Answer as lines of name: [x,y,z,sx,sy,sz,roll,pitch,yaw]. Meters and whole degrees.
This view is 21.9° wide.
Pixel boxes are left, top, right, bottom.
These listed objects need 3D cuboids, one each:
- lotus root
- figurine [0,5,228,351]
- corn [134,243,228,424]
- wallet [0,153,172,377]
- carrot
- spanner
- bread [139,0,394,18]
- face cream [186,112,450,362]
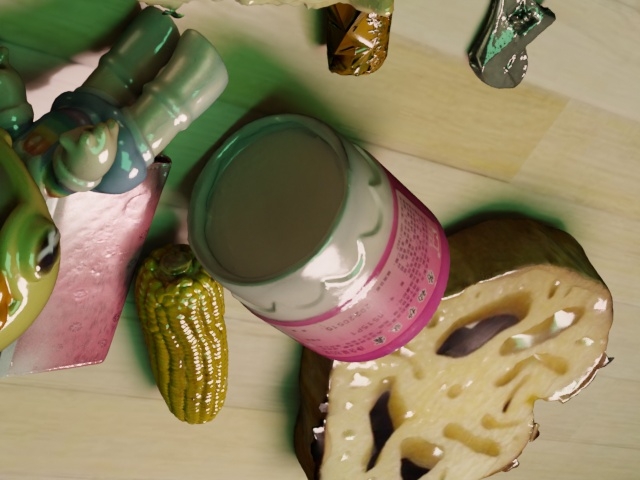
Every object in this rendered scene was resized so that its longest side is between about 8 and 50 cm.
lotus root: [0.129,0.137,1.778,0.390,0.111,0.375,-44,141,12]
figurine: [-0.222,-0.016,1.231,0.381,0.224,0.205,-29,145,-13]
corn: [-0.127,0.091,1.539,0.080,0.080,0.231,-25,146,-18]
wallet: [-0.210,0.023,1.441,0.119,0.025,0.232,-5,131,-36]
carrot: [0.033,-0.229,1.356,0.069,0.069,0.229,-23,141,-20]
spanner: [0.165,-0.259,1.469,0.093,0.026,0.325,-27,139,-14]
bread: [-0.037,-0.211,1.191,0.183,0.224,0.211,1,135,-47]
face cream: [0.000,0.000,1.470,0.175,0.175,0.195,-44,144,7]
